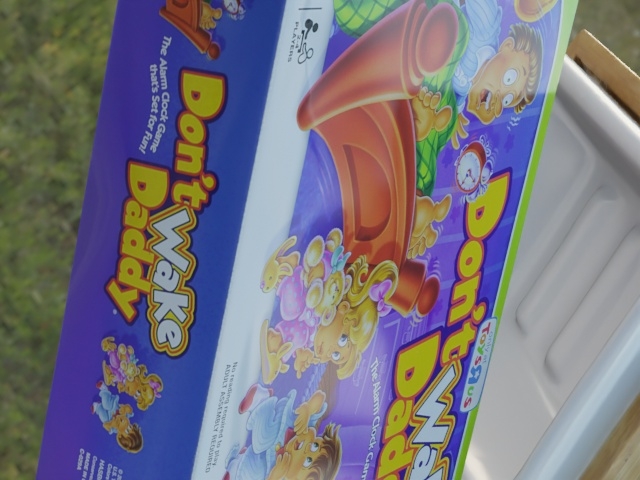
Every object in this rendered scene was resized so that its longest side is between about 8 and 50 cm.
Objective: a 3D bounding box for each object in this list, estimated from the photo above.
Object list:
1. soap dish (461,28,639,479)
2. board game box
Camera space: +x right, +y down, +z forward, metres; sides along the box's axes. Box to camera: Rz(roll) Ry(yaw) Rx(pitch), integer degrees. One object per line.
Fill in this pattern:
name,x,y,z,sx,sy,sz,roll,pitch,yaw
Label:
soap dish,0.150,0.032,0.937,0.118,0.229,0.291,25,17,-21
board game box,0.000,0.000,0.722,0.078,0.347,0.233,21,19,30
